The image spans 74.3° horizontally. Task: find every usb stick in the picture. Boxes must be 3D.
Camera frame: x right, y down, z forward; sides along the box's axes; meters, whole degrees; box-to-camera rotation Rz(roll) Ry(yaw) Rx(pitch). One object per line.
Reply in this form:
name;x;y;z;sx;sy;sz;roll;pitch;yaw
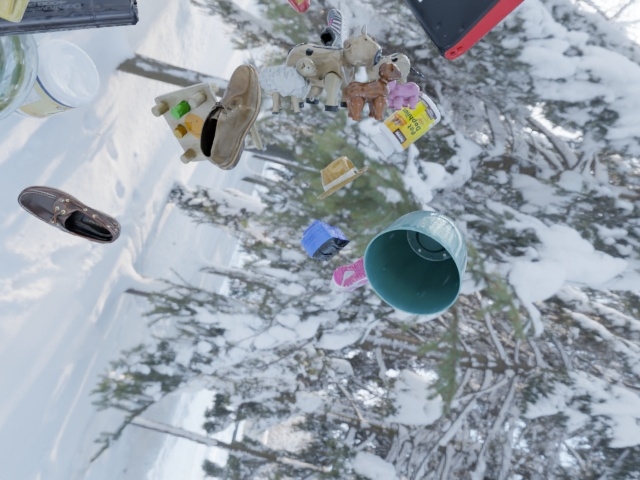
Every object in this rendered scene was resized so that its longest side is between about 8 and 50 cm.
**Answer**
usb stick;-0.489;-0.428;0.795;0.045;0.277;0.077;117;-41;-70

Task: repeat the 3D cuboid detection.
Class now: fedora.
fedora;0.053;-0.199;1.280;0.194;0.079;0.194;-32;-175;3

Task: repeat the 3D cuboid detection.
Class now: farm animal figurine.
farm animal figurine;0.064;-0.383;0.939;0.330;0.326;0.172;-56;150;-60

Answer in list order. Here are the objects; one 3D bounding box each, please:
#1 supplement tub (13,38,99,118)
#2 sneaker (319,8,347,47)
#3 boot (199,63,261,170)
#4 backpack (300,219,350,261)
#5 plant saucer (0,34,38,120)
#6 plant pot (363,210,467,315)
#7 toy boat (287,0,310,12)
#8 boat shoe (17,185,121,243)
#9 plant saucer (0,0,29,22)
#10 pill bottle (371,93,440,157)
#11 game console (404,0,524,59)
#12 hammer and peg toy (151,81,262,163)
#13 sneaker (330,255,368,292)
supplement tub;-0.993;-0.570;1.524;0.228;0.316;0.229;-5;90;-65
sneaker;0.033;-0.625;1.261;0.063;0.074;0.171;137;-51;-62
boot;-0.248;-0.355;1.167;0.115;0.112;0.306;21;83;-68
backpack;0.000;0.000;1.132;0.098;0.101;0.120;-49;160;15
plant saucer;-0.994;-0.502;1.158;0.400;0.100;0.400;-53;170;-14
plant pot;0.312;0.043;1.300;0.235;0.293;0.293;-43;157;-48
toy boat;-0.104;-0.744;1.078;0.148;0.267;0.318;25;46;-63
boat shoe;-0.532;-0.053;0.899;0.073;0.206;0.073;-62;-157;13
plant saucer;-0.328;-0.388;0.307;0.332;0.333;0.081;-6;-131;45
pill bottle;0.276;-0.373;1.389;0.215;0.117;0.117;-39;-165;10
game console;0.278;-0.545;0.721;0.342;0.060;0.387;-41;-128;34
hammer and peg toy;-0.365;-0.383;1.404;0.127;0.361;0.266;-58;137;-40
sneaker;0.134;0.137;1.663;0.111;0.252;0.103;-48;-120;51
